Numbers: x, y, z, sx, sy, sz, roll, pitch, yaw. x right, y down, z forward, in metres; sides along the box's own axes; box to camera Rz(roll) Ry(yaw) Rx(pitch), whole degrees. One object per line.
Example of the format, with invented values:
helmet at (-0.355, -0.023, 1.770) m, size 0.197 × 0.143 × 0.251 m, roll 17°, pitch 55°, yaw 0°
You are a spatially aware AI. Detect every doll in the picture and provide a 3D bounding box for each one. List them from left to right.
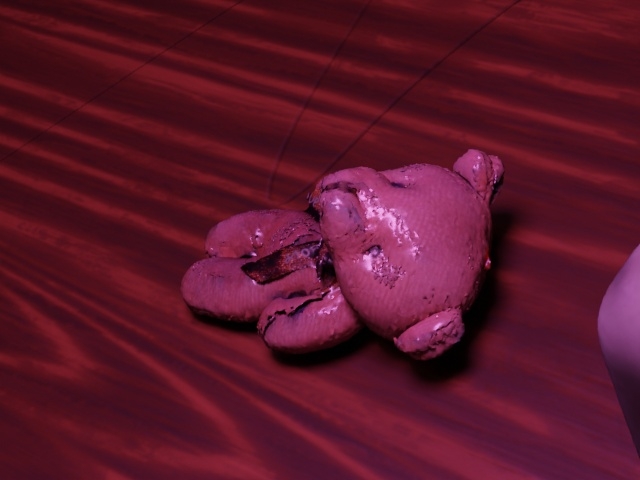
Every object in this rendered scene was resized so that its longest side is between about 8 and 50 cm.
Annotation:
doll at (0.000, 0.000, 1.334) m, size 0.303 × 0.156 × 0.201 m, roll -1°, pitch 54°, yaw 28°

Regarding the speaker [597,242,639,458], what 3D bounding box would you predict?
speaker at (0.307, 0.137, 0.885) m, size 0.184 × 0.406 × 0.183 m, roll 21°, pitch 58°, yaw 41°
